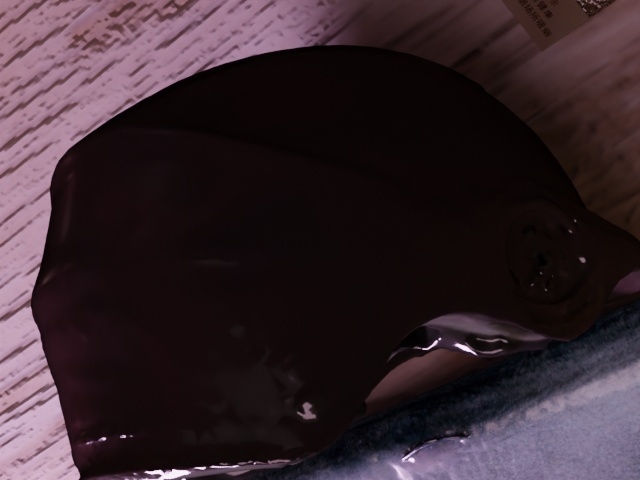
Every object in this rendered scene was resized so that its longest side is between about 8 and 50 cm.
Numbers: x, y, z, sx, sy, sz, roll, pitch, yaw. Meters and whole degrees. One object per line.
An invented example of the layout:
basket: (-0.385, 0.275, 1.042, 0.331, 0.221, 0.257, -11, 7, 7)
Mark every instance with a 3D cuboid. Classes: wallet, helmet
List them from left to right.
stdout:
helmet: (0.000, 0.000, 0.698, 0.225, 0.305, 0.177, -33, 81, 55)
wallet: (0.105, 0.153, 0.836, 0.379, 0.046, 0.191, -26, 113, 28)

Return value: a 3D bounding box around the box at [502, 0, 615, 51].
box: (0.121, -0.133, 0.694, 0.083, 0.024, 0.053, -34, 102, 33)
